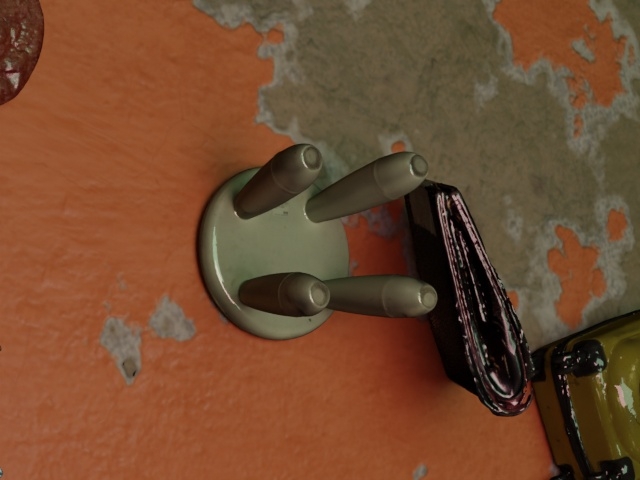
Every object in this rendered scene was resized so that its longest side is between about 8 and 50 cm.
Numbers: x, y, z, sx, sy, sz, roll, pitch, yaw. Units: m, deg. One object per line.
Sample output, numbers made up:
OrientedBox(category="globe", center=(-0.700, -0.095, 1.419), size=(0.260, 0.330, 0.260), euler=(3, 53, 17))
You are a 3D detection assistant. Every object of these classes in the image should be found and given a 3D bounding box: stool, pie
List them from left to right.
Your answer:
OrientedBox(category="pie", center=(-0.360, -0.218, 1.790), size=(0.182, 0.049, 0.182), euler=(6, 80, -35))
OrientedBox(category="stool", center=(0.000, 0.000, 1.917), size=(0.195, 0.198, 0.195), euler=(3, 79, -37))

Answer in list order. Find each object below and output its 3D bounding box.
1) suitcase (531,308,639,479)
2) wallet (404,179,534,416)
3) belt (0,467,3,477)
OrientedBox(category="suitcase", center=(0.374, 0.193, 2.181), size=(0.235, 0.143, 0.194), euler=(-18, 92, -37))
OrientedBox(category="wallet", center=(0.159, 0.056, 2.001), size=(0.071, 0.221, 0.262), euler=(-19, 98, -4))
OrientedBox(category="belt", center=(-0.376, 0.226, 1.689), size=(0.179, 0.065, 0.100), euler=(34, 53, -25))
